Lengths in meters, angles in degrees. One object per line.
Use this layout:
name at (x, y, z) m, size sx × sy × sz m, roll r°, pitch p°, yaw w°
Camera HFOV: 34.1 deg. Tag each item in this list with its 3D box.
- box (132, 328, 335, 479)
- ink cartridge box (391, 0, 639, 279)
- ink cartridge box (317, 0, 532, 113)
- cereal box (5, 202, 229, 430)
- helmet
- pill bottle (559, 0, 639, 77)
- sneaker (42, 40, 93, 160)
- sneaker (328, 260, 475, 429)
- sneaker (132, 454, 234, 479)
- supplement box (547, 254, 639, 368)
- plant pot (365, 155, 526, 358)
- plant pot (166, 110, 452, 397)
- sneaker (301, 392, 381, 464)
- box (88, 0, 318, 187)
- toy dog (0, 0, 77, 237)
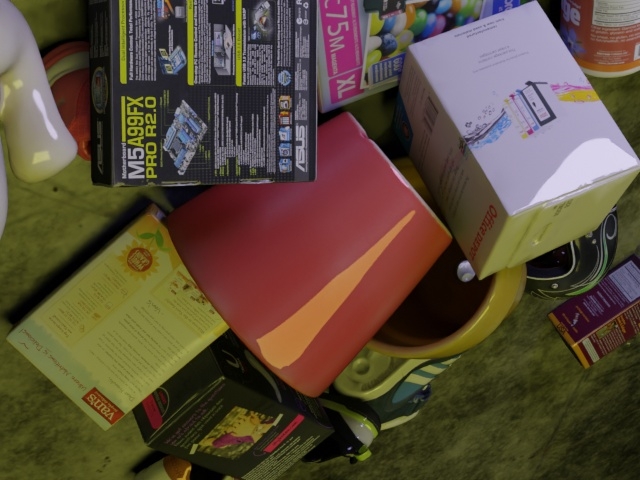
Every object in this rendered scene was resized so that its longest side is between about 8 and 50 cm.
box at (-0.130, 0.208, 1.416) m, size 0.143 × 0.165 × 0.270 m, roll -41°, pitch 140°, yaw 10°
ink cartridge box at (0.211, -0.110, 1.176) m, size 0.168 × 0.233 × 0.171 m, roll -22°, pitch 159°, yaw -13°
ink cartridge box at (0.121, -0.275, 1.163) m, size 0.311 × 0.065 × 0.186 m, roll -24°, pitch 141°, yaw -13°
cereal box at (-0.232, 0.095, 1.258) m, size 0.240 × 0.047 × 0.173 m, roll -39°, pitch 106°, yaw 10°
helmet at (0.350, 0.006, 1.528) m, size 0.169 × 0.169 × 0.162 m, roll -2°, pitch 115°, yaw -33°
pill bottle at (0.346, -0.309, 1.226) m, size 0.121 × 0.121 × 0.216 m, roll -24°, pitch 140°, yaw -10°
sneaker at (-0.141, -0.115, 1.092) m, size 0.314 × 0.136 × 0.116 m, roll 0°, pitch 132°, yaw -34°
sneaker at (0.153, 0.175, 1.624) m, size 0.323 × 0.130 × 0.236 m, roll -33°, pitch 155°, yaw -11°
sneaker at (-0.158, 0.407, 1.653) m, size 0.123 × 0.106 × 0.290 m, roll -38°, pitch 140°, yaw 11°
supplement box at (0.506, 0.125, 1.819) m, size 0.188 × 0.081 × 0.104 m, roll -36°, pitch 141°, yaw 5°
plant pot at (0.160, 0.033, 1.385) m, size 0.254 × 0.254 × 0.239 m, roll -45°, pitch 156°, yaw 15°
plant pot at (0.000, 0.000, 1.205) m, size 0.243 × 0.275 × 0.275 m, roll -40°, pitch 141°, yaw 6°
sneaker at (-0.021, 0.273, 1.523) m, size 0.084 × 0.234 × 0.097 m, roll 53°, pitch 53°, yaw -36°
box at (-0.108, -0.187, 0.989) m, size 0.216 × 0.060 × 0.270 m, roll -4°, pitch 98°, yaw -30°
toy dog at (-0.343, -0.123, 0.733) m, size 0.284 × 0.408 × 0.395 m, roll -33°, pitch 142°, yaw 0°
